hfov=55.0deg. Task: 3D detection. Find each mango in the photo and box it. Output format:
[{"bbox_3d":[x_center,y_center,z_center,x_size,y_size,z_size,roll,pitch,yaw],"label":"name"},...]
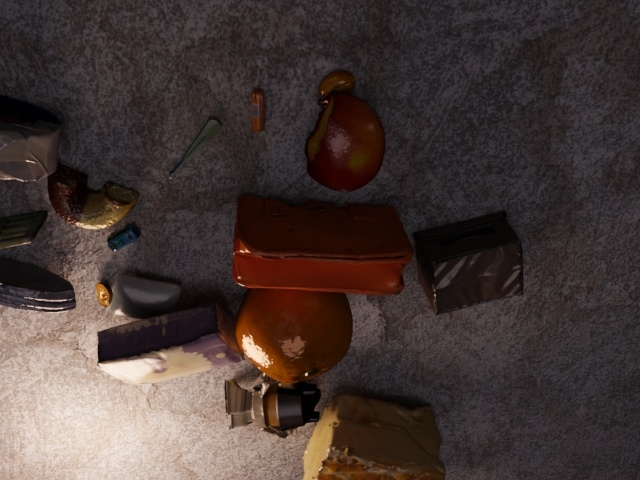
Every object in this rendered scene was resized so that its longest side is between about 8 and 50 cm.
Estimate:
[{"bbox_3d":[0.036,-0.354,1.401,0.089,0.046,0.060,-20,122,13],"label":"mango"}]

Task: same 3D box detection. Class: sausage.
[{"bbox_3d":[-0.143,-0.306,1.425,0.031,0.031,0.107,1,122,-5],"label":"sausage"}]

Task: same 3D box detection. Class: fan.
[{"bbox_3d":[-0.304,-0.217,1.475,0.038,0.016,0.193,35,113,-25],"label":"fan"}]

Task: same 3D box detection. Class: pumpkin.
[{"bbox_3d":[-0.583,0.143,1.665,0.050,0.028,0.083,30,128,14],"label":"pumpkin"}]

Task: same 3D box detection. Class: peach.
[{"bbox_3d":[0.042,-0.227,1.399,0.196,0.190,0.226,13,144,41],"label":"peach"}]

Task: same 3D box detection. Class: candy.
[{"bbox_3d":[-0.472,0.162,1.662,0.174,0.071,0.138,13,123,-13],"label":"candy"}]

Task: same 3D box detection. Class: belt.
[{"bbox_3d":[-0.742,-0.237,1.315,0.347,0.212,0.117,14,118,-8],"label":"belt"}]

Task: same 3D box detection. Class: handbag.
[{"bbox_3d":[0.000,0.000,1.468,0.410,0.303,0.116,4,120,-9],"label":"handbag"}]

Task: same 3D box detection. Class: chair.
[{"bbox_3d":[-0.825,-0.054,1.464,0.270,0.136,0.147,-15,123,6],"label":"chair"}]

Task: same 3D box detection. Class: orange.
[{"bbox_3d":[-0.067,0.218,1.599,0.312,0.312,0.312,-2,122,-3],"label":"orange"}]

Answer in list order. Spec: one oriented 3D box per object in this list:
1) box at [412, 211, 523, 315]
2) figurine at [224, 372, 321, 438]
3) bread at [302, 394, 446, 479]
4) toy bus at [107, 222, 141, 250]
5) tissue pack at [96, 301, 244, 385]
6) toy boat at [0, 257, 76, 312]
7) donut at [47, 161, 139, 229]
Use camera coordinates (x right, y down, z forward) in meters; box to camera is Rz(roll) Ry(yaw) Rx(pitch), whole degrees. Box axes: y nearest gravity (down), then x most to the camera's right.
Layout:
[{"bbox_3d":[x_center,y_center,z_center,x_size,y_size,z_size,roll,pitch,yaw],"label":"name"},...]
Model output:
[{"bbox_3d":[0.392,0.061,1.624,0.252,0.153,0.188,-13,122,2],"label":"box"},{"bbox_3d":[-0.142,0.498,1.858,0.309,0.143,0.308,2,140,1],"label":"figurine"},{"bbox_3d":[0.151,0.695,1.921,0.390,0.279,0.371,12,122,-11],"label":"bread"},{"bbox_3d":[-0.504,-0.006,1.572,0.083,0.046,0.038,-27,120,11],"label":"toy bus"},{"bbox_3d":[-0.403,0.289,1.672,0.344,0.125,0.242,-15,152,4],"label":"tissue pack"},{"bbox_3d":[-0.770,0.118,1.582,0.283,0.127,0.078,16,113,-12],"label":"toy boat"},{"bbox_3d":[-0.563,-0.092,1.492,0.217,0.085,0.141,17,119,-16],"label":"donut"}]
